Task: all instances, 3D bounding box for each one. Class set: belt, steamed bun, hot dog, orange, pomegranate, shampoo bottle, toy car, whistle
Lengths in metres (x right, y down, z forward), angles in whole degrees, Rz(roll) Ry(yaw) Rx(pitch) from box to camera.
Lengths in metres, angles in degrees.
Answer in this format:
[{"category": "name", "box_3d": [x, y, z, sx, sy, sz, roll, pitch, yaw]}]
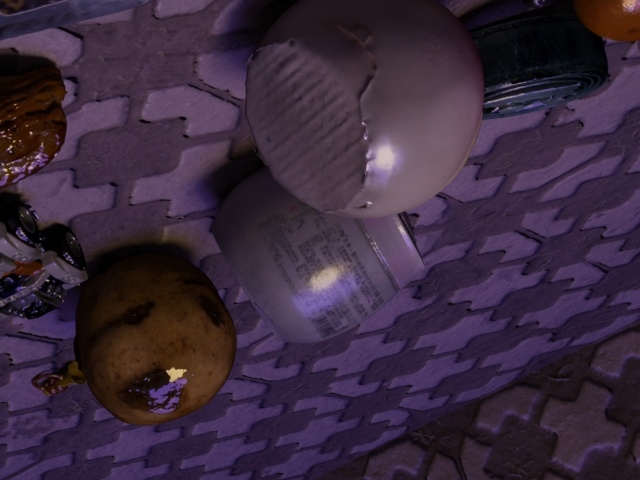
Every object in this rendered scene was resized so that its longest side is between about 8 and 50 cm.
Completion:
[{"category": "belt", "box_3d": [0.264, -0.239, 2.093, 0.267, 0.116, 0.206, -10, 170, -11]}, {"category": "steamed bun", "box_3d": [0.080, -0.188, 1.881, 0.309, 0.309, 0.309, -16, 157, -7]}, {"category": "hot dog", "box_3d": [-0.430, -0.128, 1.819, 0.259, 0.114, 0.175, -11, 155, -20]}, {"category": "orange", "box_3d": [0.410, -0.334, 1.993, 0.156, 0.124, 0.156, 0, 163, 0]}, {"category": "pomegranate", "box_3d": [-0.262, 0.161, 2.396, 0.281, 0.281, 0.281, -16, 157, -7]}, {"category": "shampoo bottle", "box_3d": [0.000, 0.000, 2.236, 0.266, 0.273, 0.273, -29, 157, 0]}, {"category": "toy car", "box_3d": [-0.454, 0.041, 2.185, 0.193, 0.118, 0.301, -25, 158, 9]}, {"category": "whistle", "box_3d": [-0.479, 0.259, 2.748, 0.109, 0.046, 0.057, -27, 171, 33]}]

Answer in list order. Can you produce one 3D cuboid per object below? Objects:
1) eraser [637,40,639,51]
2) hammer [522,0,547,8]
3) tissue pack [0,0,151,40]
[{"category": "eraser", "box_3d": [0.548, -0.338, 2.133, 0.130, 0.086, 0.287, -12, 157, -11]}, {"category": "hammer", "box_3d": [0.326, -0.368, 1.900, 0.033, 0.111, 0.288, -5, 162, -22]}, {"category": "tissue pack", "box_3d": [-0.354, -0.301, 1.483, 0.361, 0.122, 0.259, -14, 154, -6]}]
